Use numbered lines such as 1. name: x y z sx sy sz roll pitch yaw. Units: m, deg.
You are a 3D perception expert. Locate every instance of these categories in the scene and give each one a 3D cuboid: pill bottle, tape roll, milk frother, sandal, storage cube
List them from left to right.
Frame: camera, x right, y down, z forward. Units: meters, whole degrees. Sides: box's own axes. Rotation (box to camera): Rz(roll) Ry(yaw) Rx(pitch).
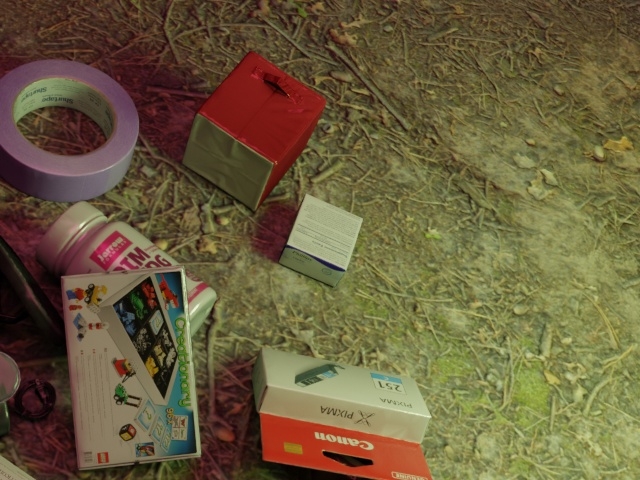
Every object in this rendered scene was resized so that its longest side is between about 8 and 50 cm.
1. sandal: -0.574 0.032 1.663 0.107 0.167 0.446 -42 72 -10
2. milk frother: -0.482 0.230 1.553 0.143 0.135 0.129 -32 87 -32
3. tape roll: -0.484 -0.208 1.876 0.275 0.090 0.274 11 54 -15
4. pill bottle: -0.333 0.068 1.704 0.283 0.160 0.160 37 53 5
5. storage cube: -0.132 -0.211 1.941 0.184 0.215 0.193 34 59 2

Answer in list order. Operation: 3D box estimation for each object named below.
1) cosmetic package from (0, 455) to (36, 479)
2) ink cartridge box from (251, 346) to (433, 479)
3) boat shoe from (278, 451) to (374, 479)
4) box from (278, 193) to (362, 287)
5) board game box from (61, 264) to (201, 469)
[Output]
1. cosmetic package: -0.550 0.343 1.501 0.239 0.060 0.099 33 53 2
2. ink cartridge box: 0.041 0.293 1.680 0.297 0.066 0.261 13 20 -13
3. boat shoe: 0.034 0.388 1.695 0.258 0.095 0.095 32 17 10
4. box: 0.000 0.000 1.934 0.126 0.072 0.137 24 52 -5
5. board game box: -0.297 0.198 1.580 0.193 0.053 0.305 -5 91 -6
